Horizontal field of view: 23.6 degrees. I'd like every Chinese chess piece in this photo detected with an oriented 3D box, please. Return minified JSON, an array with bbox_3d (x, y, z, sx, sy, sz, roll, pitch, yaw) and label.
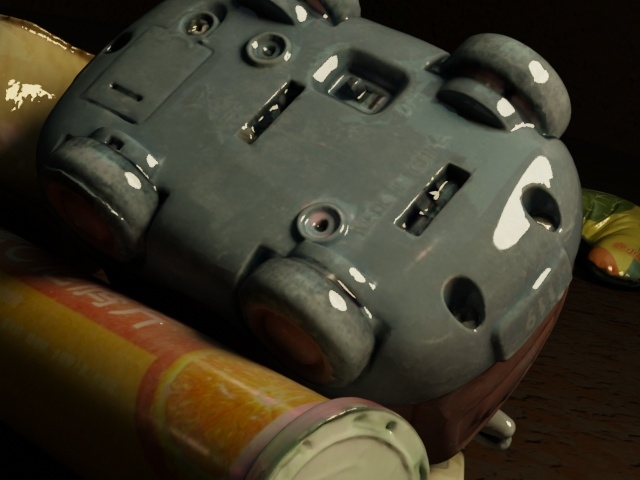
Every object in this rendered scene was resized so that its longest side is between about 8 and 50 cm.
[{"bbox_3d":[-0.241,-0.062,1.017,0.257,0.104,0.257,11,-21,4],"label":"Chinese chess piece"}]

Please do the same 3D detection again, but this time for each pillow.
[{"bbox_3d":[0.287,-0.004,1.734,0.233,0.086,0.214,17,22,4],"label":"pillow"}]

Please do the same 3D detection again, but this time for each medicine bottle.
[{"bbox_3d":[-0.133,0.063,0.789,0.108,0.108,0.426,3,14,-44],"label":"medicine bottle"}]

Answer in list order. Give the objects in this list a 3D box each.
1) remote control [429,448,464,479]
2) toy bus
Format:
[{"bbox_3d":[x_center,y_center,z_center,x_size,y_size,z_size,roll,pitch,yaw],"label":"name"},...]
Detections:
[{"bbox_3d":[0.044,0.116,0.921,0.087,0.029,0.190,15,10,4],"label":"remote control"},{"bbox_3d":[0.000,0.000,0.842,0.294,0.197,0.232,28,-27,27],"label":"toy bus"}]
